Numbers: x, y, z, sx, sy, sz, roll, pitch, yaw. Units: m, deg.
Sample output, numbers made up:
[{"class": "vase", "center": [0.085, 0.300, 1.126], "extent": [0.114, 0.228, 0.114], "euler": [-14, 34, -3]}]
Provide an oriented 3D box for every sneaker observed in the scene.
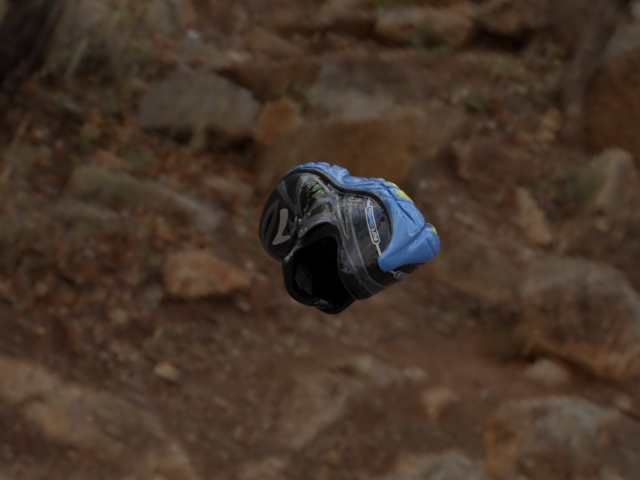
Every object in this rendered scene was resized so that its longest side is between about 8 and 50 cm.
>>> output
[{"class": "sneaker", "center": [0.000, 0.000, 1.079], "extent": [0.067, 0.078, 0.188], "euler": [55, -16, -17]}]
